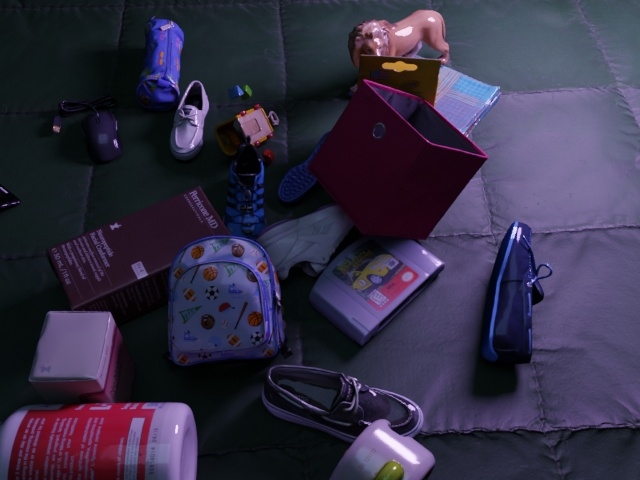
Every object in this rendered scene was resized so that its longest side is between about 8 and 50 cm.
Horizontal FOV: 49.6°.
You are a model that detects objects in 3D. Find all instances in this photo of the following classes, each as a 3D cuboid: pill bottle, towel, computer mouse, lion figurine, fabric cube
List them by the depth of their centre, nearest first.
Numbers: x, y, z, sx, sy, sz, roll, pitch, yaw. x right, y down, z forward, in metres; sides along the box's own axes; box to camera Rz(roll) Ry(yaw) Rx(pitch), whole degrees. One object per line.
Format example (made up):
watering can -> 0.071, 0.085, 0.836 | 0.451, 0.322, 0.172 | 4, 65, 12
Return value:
pill bottle -> -0.442, 0.412, 1.255 | 0.408, 0.229, 0.229 | 0, 53, -1
fabric cube -> 0.175, -0.182, 1.622 | 0.259, 0.258, 0.254 | 4, 40, -47
computer mouse -> -0.647, -0.316, 1.904 | 0.184, 0.060, 0.262 | -11, 54, -10
lion figurine -> 0.229, -0.562, 1.943 | 0.392, 0.240, 0.142 | -37, 60, -24
towel -> 0.303, -0.430, 2.012 | 0.370, 0.040, 0.271 | 29, 57, 20

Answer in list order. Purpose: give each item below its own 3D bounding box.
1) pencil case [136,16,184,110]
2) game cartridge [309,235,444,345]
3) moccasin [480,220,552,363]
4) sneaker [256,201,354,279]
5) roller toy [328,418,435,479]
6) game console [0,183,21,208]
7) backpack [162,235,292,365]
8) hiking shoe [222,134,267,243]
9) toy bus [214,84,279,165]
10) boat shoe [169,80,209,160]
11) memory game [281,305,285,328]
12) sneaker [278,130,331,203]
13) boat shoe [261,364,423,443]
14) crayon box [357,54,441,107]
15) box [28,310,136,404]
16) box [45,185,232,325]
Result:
pencil case -> -0.462, -0.519, 2.016 | 0.119, 0.133, 0.306 | 13, 51, -22
game cartridge -> 0.124, 0.089, 1.614 | 0.196, 0.060, 0.294 | 36, 60, 28
moccasin -> 0.443, 0.122, 1.561 | 0.117, 0.137, 0.341 | 15, 68, 5
sneaker -> 0.000, 0.000, 1.665 | 0.305, 0.114, 0.152 | -22, 85, -23
roller toy -> 0.102, 0.436, 1.269 | 0.146, 0.209, 0.191 | 33, 32, 21
game console -> -0.847, -0.092, 1.765 | 0.122, 0.071, 0.107 | 34, 30, 21
backpack -> -0.203, 0.122, 1.438 | 0.277, 0.213, 0.263 | -4, 77, -4
hiking shoe -> -0.191, -0.103, 1.700 | 0.113, 0.132, 0.304 | -4, 57, -4
toy bus -> -0.205, -0.296, 1.862 | 0.104, 0.202, 0.190 | -19, 57, 23
boat shoe -> -0.365, -0.335, 1.905 | 0.095, 0.084, 0.258 | 0, 53, -1
memory game -> -0.170, 0.184, 1.564 | 0.186, 0.012, 0.186 | 1, 53, -1
sneaker -> -0.014, -0.177, 1.801 | 0.081, 0.090, 0.232 | 39, 83, 24
boat shoe -> 0.041, 0.330, 1.389 | 0.335, 0.119, 0.121 | 8, 54, 6
crayon box -> 0.194, -0.362, 1.784 | 0.202, 0.318, 0.081 | 5, 52, 2
box -> -0.459, 0.260, 1.367 | 0.127, 0.232, 0.148 | 0, 54, 0
box -> -0.402, 0.046, 1.589 | 0.382, 0.143, 0.191 | -25, 57, -20
